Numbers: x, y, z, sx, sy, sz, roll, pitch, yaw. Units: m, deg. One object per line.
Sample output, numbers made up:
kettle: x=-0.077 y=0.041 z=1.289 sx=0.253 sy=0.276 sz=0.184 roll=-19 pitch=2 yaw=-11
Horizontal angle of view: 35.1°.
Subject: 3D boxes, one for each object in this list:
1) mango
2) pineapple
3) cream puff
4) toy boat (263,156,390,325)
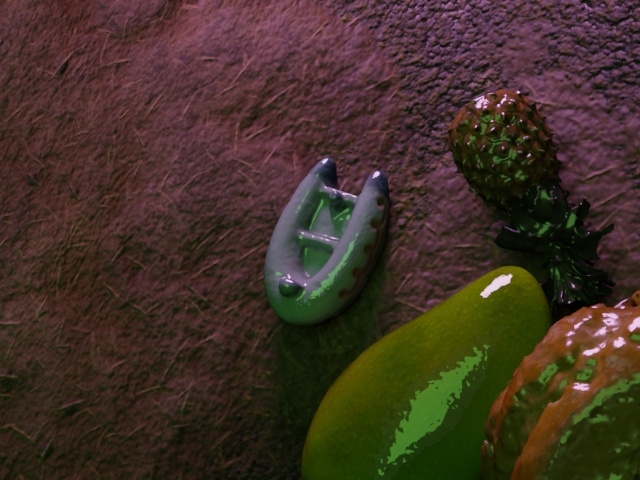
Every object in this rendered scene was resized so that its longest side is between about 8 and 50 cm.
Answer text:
mango: x=0.109 y=0.171 z=1.026 sx=0.343 sy=0.156 sz=0.192 roll=-52 pitch=56 yaw=6
pineapple: x=0.228 y=-0.037 z=1.068 sx=0.125 sy=0.125 sz=0.251 roll=-29 pitch=68 yaw=17
cream puff: x=0.309 y=0.206 z=0.864 sx=0.343 sy=0.231 sz=0.327 roll=19 pitch=92 yaw=10
toy boat: x=0.000 y=0.000 z=1.193 sx=0.134 sy=0.079 sz=0.208 roll=20 pitch=82 yaw=29
